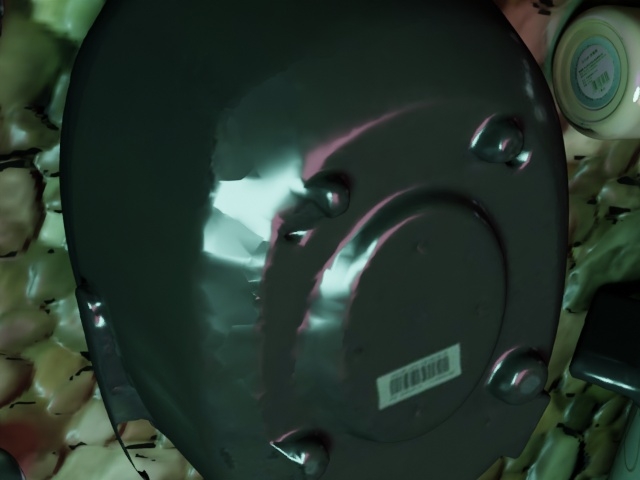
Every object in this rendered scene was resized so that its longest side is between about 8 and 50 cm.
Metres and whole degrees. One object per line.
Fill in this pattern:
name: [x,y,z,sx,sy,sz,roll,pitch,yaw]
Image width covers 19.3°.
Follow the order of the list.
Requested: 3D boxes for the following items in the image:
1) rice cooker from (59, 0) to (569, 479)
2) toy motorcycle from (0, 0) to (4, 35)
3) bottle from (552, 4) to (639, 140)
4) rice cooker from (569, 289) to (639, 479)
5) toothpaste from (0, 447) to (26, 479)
rice cooker: [0.000,0.001,0.549,0.142,0.118,0.203,-21,130,-20]
toy motorcycle: [-0.164,0.028,0.430,0.275,0.124,0.187,-68,156,-3]
bottle: [0.128,-0.057,0.650,0.096,0.045,0.045,-2,125,-37]
rice cooker: [0.225,0.099,0.706,0.241,0.280,0.227,-58,165,-50]
toothpaste: [-0.198,0.095,0.538,0.239,0.062,0.039,-7,154,-34]
